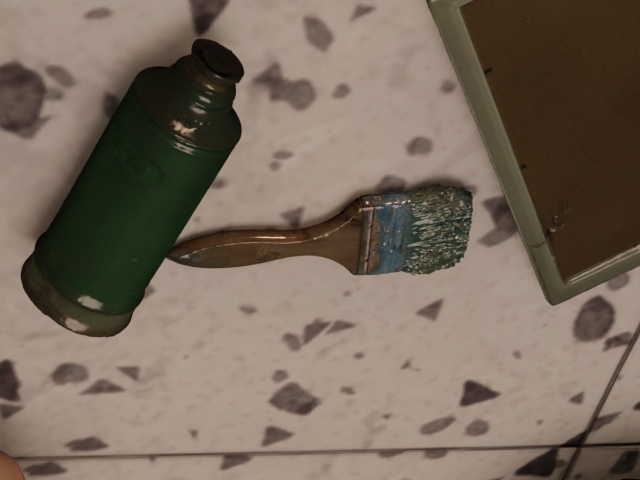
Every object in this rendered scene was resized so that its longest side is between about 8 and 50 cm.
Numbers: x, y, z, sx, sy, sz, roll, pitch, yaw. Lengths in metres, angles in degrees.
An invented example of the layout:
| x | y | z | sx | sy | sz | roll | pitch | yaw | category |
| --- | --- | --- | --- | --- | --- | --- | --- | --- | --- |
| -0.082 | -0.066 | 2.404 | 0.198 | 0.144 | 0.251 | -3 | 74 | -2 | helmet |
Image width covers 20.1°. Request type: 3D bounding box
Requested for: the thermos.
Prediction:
| x | y | z | sx | sy | sz | roll | pitch | yaw | category |
| --- | --- | --- | --- | --- | --- | --- | --- | --- | --- |
| -0.096 | -0.032 | 1.031 | 0.083 | 0.073 | 0.187 | 16 | 127 | -29 | thermos |

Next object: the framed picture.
| x | y | z | sx | sy | sz | roll | pitch | yaw | category |
| --- | --- | --- | --- | --- | --- | --- | --- | --- | --- |
| 0.206 | -0.098 | 1.103 | 0.232 | 0.019 | 0.296 | -25 | 136 | 2 | framed picture |

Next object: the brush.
| x | y | z | sx | sy | sz | roll | pitch | yaw | category |
| --- | --- | --- | --- | --- | --- | --- | --- | --- | --- |
| 0.000 | 0.000 | 1.132 | 0.196 | 0.021 | 0.070 | -7 | 133 | -11 | brush |

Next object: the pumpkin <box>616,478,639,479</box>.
| x | y | z | sx | sy | sz | roll | pitch | yaw | category |
| --- | --- | --- | --- | --- | --- | --- | --- | --- | --- |
| 0.264 | 0.323 | 1.380 | 0.323 | 0.241 | 0.323 | -9 | 137 | -8 | pumpkin |

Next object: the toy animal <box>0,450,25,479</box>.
| x | y | z | sx | sy | sz | roll | pitch | yaw | category |
| --- | --- | --- | --- | --- | --- | --- | --- | --- | --- |
| -0.278 | 0.184 | 1.143 | 0.248 | 0.149 | 0.165 | 31 | 134 | -26 | toy animal |
